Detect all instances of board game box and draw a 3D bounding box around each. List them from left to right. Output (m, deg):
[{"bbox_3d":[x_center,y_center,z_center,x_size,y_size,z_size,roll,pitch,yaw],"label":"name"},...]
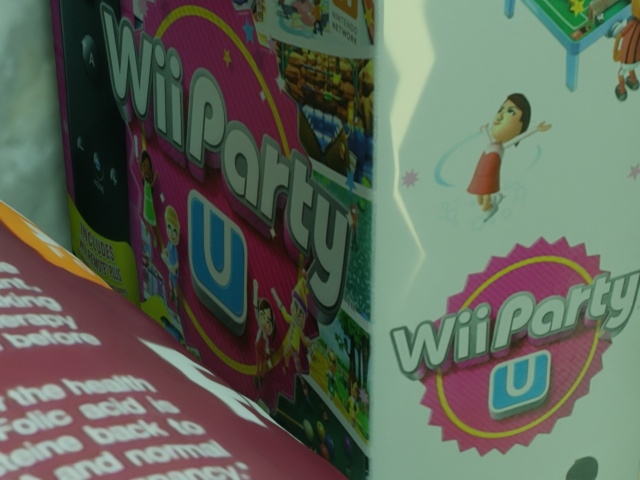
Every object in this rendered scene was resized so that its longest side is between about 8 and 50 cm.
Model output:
[{"bbox_3d":[0.000,0.000,0.531,0.097,0.224,0.303,-13,119,-25],"label":"board game box"}]

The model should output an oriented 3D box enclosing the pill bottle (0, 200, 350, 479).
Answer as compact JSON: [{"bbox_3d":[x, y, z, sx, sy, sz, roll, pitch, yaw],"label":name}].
[{"bbox_3d":[-0.098,0.113,0.407,0.224,0.392,0.224,-23,130,-31],"label":"pill bottle"}]
